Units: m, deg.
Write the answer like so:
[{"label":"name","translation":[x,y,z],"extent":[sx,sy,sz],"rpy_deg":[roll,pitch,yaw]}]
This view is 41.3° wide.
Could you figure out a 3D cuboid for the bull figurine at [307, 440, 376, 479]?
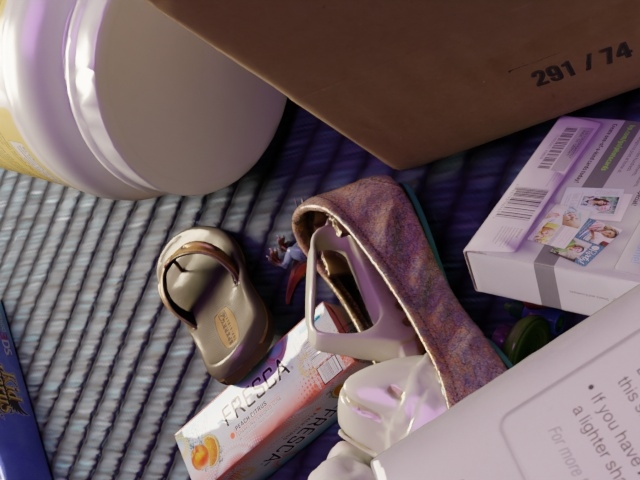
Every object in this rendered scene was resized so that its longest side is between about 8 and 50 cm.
[{"label":"bull figurine","translation":[0.029,0.284,0.503],"extent":[0.101,0.188,0.310],"rpy_deg":[-11,60,-9]}]

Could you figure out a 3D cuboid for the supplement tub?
[{"label":"supplement tub","translation":[-0.215,-0.167,0.766],"extent":[0.331,0.241,0.241],"rpy_deg":[15,89,38]}]

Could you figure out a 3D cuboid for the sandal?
[{"label":"sandal","translation":[-0.104,0.043,0.717],"extent":[0.090,0.060,0.219],"rpy_deg":[-50,32,10]}]

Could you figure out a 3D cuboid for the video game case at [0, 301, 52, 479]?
[{"label":"video game case","translation":[-0.413,0.238,0.935],"extent":[0.244,0.061,0.269],"rpy_deg":[-42,57,21]}]

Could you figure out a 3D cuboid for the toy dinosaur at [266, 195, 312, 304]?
[{"label":"toy dinosaur","translation":[0.000,0.000,0.704],"extent":[0.082,0.047,0.090],"rpy_deg":[-10,106,26]}]

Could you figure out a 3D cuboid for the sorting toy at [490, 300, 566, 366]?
[{"label":"sorting toy","translation":[0.132,0.046,0.562],"extent":[0.042,0.061,0.102],"rpy_deg":[17,86,39]}]

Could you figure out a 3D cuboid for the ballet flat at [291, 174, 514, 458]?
[{"label":"ballet flat","translation":[0.051,0.077,0.553],"extent":[0.316,0.106,0.107],"rpy_deg":[-115,26,-46]}]

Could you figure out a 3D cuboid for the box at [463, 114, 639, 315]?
[{"label":"box","translation":[0.200,-0.013,0.491],"extent":[0.186,0.038,0.145],"rpy_deg":[10,47,39]}]

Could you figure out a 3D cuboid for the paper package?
[{"label":"paper package","translation":[0.096,-0.204,0.486],"extent":[0.325,0.309,0.168],"rpy_deg":[-20,61,32]}]

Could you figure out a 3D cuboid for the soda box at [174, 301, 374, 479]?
[{"label":"soda box","translation":[-0.029,0.127,0.665],"extent":[0.183,0.063,0.058],"rpy_deg":[-43,55,21]}]

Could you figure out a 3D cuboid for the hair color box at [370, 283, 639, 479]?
[{"label":"hair color box","translation":[0.216,0.070,0.289],"extent":[0.374,0.113,0.185],"rpy_deg":[-37,38,13]}]
